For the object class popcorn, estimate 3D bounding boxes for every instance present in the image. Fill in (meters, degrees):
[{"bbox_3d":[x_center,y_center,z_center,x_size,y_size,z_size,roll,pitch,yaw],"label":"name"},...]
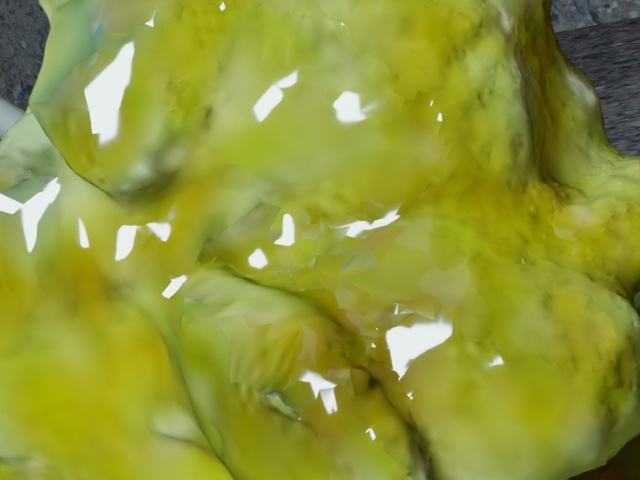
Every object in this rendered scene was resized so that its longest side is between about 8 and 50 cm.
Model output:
[{"bbox_3d":[0.004,-0.001,0.531,0.276,0.276,0.225,-6,14,38],"label":"popcorn"}]

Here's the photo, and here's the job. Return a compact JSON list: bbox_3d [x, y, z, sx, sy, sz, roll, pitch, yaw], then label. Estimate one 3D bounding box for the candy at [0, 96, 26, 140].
[{"bbox_3d":[-0.044,0.004,0.706,0.365,0.124,0.124,30,-13,-29],"label":"candy"}]
